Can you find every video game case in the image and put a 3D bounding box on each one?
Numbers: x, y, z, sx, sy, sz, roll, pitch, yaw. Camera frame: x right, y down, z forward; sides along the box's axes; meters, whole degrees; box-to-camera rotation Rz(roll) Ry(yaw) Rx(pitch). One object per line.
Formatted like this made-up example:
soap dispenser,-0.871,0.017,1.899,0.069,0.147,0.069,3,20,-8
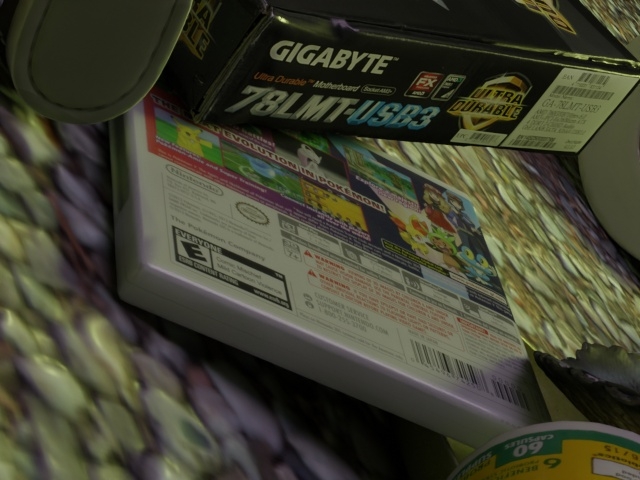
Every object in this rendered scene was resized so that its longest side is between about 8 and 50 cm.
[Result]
video game case,0.000,0.000,0.688,0.201,0.023,0.183,25,29,-25

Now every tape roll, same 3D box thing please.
tape roll,0.378,-0.075,1.470,0.169,0.246,0.246,16,40,-61

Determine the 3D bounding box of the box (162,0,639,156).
box,-0.012,-0.170,0.831,0.293,0.073,0.295,4,42,-48

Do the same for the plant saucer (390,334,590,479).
plant saucer,0.105,0.128,0.751,0.241,0.037,0.241,46,19,-21

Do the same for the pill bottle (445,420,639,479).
pill bottle,0.080,0.150,0.518,0.117,0.117,0.208,49,19,-7

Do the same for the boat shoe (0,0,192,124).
boat shoe,-0.057,-0.154,0.597,0.081,0.228,0.069,21,23,-34

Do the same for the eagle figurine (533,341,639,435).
eagle figurine,0.218,0.109,0.743,0.226,0.225,0.298,24,36,24
